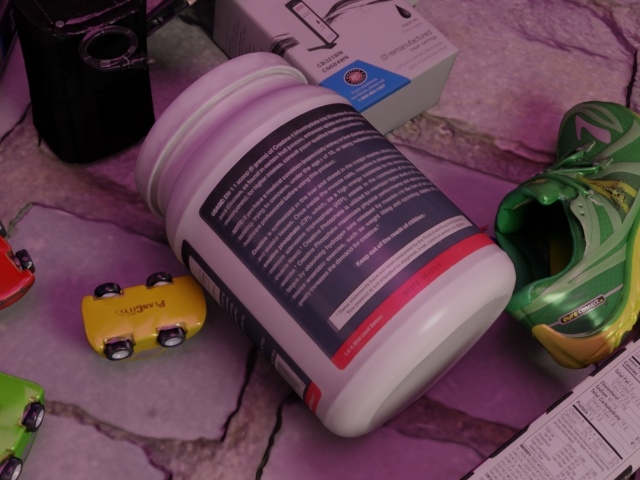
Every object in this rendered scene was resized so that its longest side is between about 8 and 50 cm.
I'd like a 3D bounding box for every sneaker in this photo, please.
[{"bbox_3d":[0.226,-0.032,0.808,0.123,0.109,0.296,32,49,-16],"label":"sneaker"}]

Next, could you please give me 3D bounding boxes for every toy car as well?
[{"bbox_3d":[-0.229,0.099,0.713,0.239,0.053,0.225,17,58,2],"label":"toy car"}]

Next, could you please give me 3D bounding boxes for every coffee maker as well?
[{"bbox_3d":[-0.206,-0.150,0.793,0.120,0.178,0.171,-8,58,-11],"label":"coffee maker"}]

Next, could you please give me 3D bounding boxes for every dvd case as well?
[{"bbox_3d":[-0.102,-0.271,0.904,0.018,0.164,0.221,49,59,-19],"label":"dvd case"}]

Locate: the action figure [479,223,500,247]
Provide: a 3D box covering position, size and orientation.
[{"bbox_3d":[0.147,0.009,0.844,0.115,0.030,0.038,-7,65,-11],"label":"action figure"}]

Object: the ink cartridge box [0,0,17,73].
[{"bbox_3d":[-0.455,-0.174,0.835,0.307,0.072,0.304,10,58,-5],"label":"ink cartridge box"}]

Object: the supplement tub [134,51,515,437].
[{"bbox_3d":[0.000,0.000,0.728,0.191,0.191,0.272,-35,70,-26],"label":"supplement tub"}]

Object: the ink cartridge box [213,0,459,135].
[{"bbox_3d":[0.011,-0.197,0.912,0.148,0.086,0.203,-35,70,-25],"label":"ink cartridge box"}]

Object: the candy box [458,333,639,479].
[{"bbox_3d":[0.164,0.172,0.669,0.233,0.159,0.071,-30,69,-25],"label":"candy box"}]

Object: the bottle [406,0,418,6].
[{"bbox_3d":[0.037,-0.376,1.020,0.118,0.092,0.283,-11,62,-23],"label":"bottle"}]
